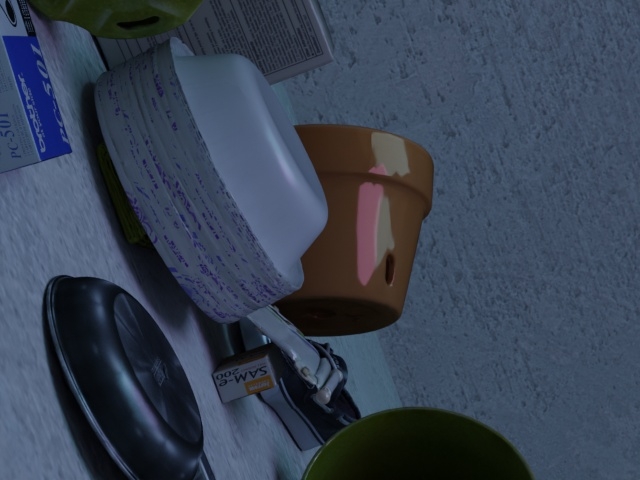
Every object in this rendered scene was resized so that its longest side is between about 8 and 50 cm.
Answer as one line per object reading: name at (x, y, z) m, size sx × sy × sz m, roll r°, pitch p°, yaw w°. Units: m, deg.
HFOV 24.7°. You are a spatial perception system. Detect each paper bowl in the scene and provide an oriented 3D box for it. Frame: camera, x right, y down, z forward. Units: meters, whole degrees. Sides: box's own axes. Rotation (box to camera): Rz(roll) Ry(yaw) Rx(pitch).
paper bowl at (-0.095, -0.071, 1.463) m, size 0.284 × 0.148 × 0.284 m, roll 61°, pitch 7°, yaw -13°

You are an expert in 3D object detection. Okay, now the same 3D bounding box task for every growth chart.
growth chart at (-0.063, 0.087, 1.614) m, size 0.237 × 0.021 × 0.172 m, roll 42°, pitch 7°, yaw 8°

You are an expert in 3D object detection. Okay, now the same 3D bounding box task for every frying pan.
frying pan at (-0.117, 0.164, 1.105) m, size 0.326 × 0.053 × 0.197 m, roll 63°, pitch 8°, yaw 13°

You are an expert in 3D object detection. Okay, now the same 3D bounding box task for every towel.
towel at (-0.166, -0.037, 1.483) m, size 0.237 × 0.021 × 0.102 m, roll 23°, pitch 46°, yaw -78°

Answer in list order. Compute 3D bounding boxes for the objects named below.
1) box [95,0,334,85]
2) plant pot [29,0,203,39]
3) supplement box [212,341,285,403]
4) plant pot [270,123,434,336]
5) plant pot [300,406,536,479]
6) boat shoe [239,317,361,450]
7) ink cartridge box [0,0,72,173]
box at (-0.118, -0.239, 1.607) m, size 0.127 × 0.232 × 0.148 m, roll -97°, pitch 166°, yaw -65°
plant pot at (-0.186, -0.338, 1.369) m, size 0.276 × 0.276 × 0.253 m, roll 62°, pitch 22°, yaw -55°
supplement box at (-0.076, 0.142, 1.584) m, size 0.098 × 0.062 × 0.036 m, roll -60°, pitch 131°, yaw -83°
plant pot at (0.000, 0.000, 1.840) m, size 0.291 × 0.291 × 0.203 m, roll 55°, pitch 32°, yaw -67°
plant pot at (0.113, 0.394, 1.727) m, size 0.293 × 0.275 × 0.274 m, roll 88°, pitch -8°, yaw -47°
boat shoe at (-0.018, 0.167, 1.822) m, size 0.301 × 0.102 × 0.108 m, roll 63°, pitch 10°, yaw -51°
ink cartridge box at (-0.243, -0.154, 1.071) m, size 0.097 × 0.046 × 0.207 m, roll -60°, pitch 134°, yaw -82°
